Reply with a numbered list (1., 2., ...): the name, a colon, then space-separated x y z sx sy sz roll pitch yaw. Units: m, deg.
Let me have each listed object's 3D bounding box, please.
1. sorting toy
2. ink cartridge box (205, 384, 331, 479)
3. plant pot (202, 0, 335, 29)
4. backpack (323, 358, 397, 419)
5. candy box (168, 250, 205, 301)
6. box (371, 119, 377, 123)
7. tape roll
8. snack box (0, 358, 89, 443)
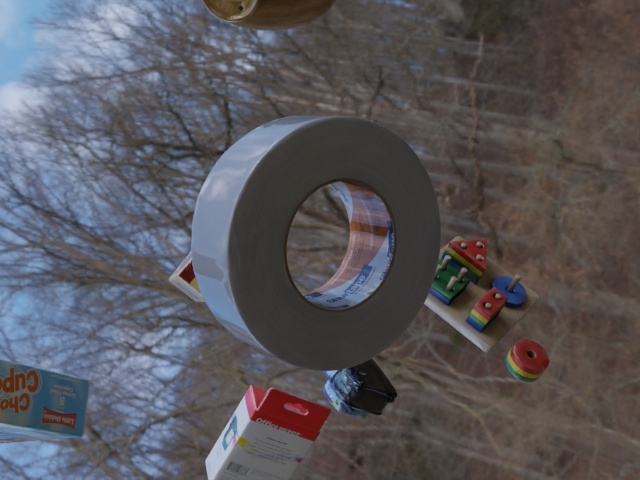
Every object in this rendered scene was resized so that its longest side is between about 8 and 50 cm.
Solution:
1. sorting toy: 0.187 0.047 1.064 0.132 0.274 0.046 -34 -25 -42
2. ink cartridge box: -0.095 0.353 1.552 0.134 0.078 0.231 24 -72 -22
3. plant pot: -0.112 -0.481 1.559 0.254 0.237 0.237 -48 -40 -57
4. backpack: 0.055 0.239 1.446 0.105 0.114 0.084 23 -66 -41
5. candy box: -0.127 0.019 1.042 0.109 0.053 0.187 -52 6 -12
6. box: 0.000 -0.133 1.312 0.184 0.191 0.045 -90 -10 -73
7. tape roll: 0.000 0.000 0.755 0.219 0.072 0.219 -6 -79 -33
8. snack box: -0.383 0.124 0.731 0.322 0.187 0.060 29 -123 -50
